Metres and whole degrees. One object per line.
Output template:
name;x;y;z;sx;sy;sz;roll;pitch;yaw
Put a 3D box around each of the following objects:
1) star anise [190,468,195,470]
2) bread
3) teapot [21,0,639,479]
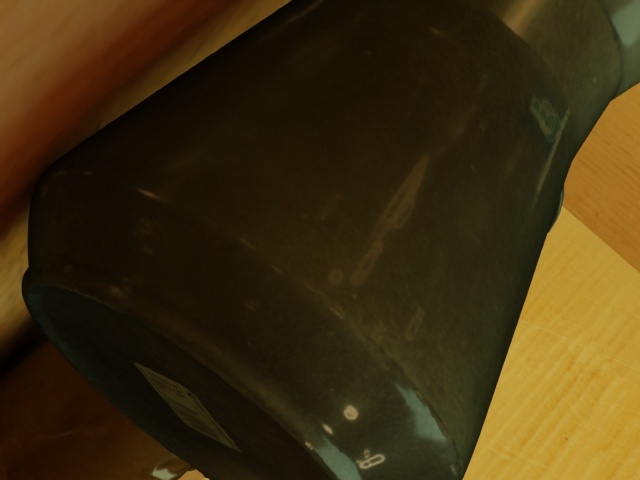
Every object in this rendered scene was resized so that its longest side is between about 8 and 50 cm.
star anise;-0.009;0.011;0.818;0.315;0.108;0.315;-49;178;-2
bread;-0.099;0.073;0.624;0.189;0.077;0.114;-35;-149;16
teapot;0.025;-0.017;0.524;0.225;0.171;0.203;-52;146;-20
